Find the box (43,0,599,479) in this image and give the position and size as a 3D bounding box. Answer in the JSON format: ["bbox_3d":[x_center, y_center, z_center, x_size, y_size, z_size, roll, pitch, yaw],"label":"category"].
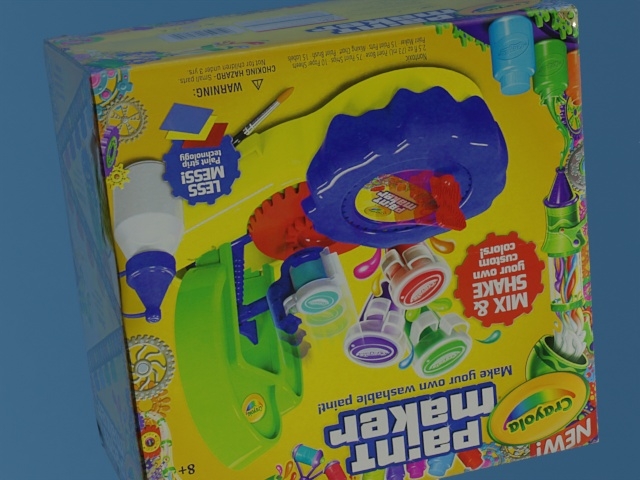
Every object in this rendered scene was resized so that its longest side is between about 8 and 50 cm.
[{"bbox_3d":[0.000,0.000,0.989,0.177,0.290,0.279,-144,-135,-67],"label":"box"}]
